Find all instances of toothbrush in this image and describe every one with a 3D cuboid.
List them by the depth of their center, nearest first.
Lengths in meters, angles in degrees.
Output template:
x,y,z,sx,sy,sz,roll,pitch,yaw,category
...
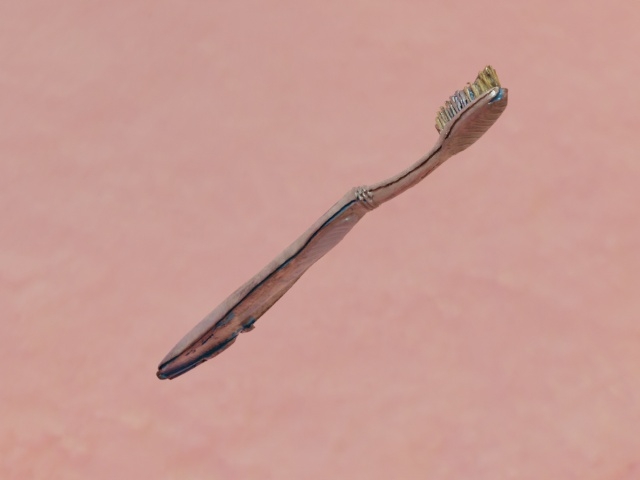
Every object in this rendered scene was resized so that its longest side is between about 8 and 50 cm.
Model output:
x,y,z,sx,sy,sz,roll,pitch,yaw,category
0.000,0.000,1.432,0.035,0.042,0.413,23,126,-42,toothbrush
